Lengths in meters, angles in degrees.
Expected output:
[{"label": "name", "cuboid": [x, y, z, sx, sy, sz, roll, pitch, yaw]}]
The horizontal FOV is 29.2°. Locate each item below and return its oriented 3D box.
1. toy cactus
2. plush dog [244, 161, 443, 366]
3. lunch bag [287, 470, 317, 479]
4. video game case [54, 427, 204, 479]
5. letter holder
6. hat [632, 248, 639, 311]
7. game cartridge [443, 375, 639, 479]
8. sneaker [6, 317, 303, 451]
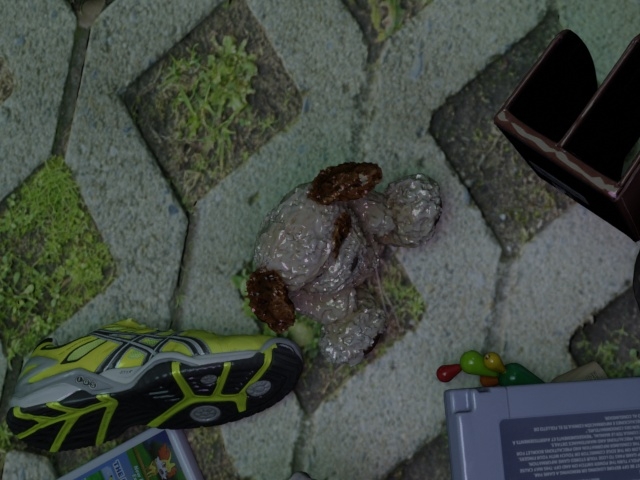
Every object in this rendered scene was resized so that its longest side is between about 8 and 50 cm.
[{"label": "toy cactus", "cuboid": [0.254, 0.200, 1.443, 0.180, 0.112, 0.219, -35, 65, 1]}, {"label": "plush dog", "cuboid": [0.000, 0.000, 1.479, 0.210, 0.225, 0.262, 29, 93, 20]}, {"label": "lunch bag", "cuboid": [0.035, 0.393, 1.369, 0.235, 0.287, 0.169, 38, 67, 19]}, {"label": "video game case", "cuboid": [-0.250, 0.445, 1.605, 0.300, 0.036, 0.329, -29, 74, 13]}, {"label": "letter holder", "cuboid": [0.335, -0.145, 1.345, 0.152, 0.302, 0.214, 37, 95, 20]}, {"label": "hat", "cuboid": [0.426, 0.059, 1.352, 0.134, 0.331, 0.331, -22, 73, 53]}, {"label": "game cartridge", "cuboid": [0.283, 0.254, 1.364, 0.297, 0.062, 0.198, -1, 84, -18]}, {"label": "sneaker", "cuboid": [-0.214, 0.157, 1.576, 0.384, 0.145, 0.147, -8, 49, 5]}]
